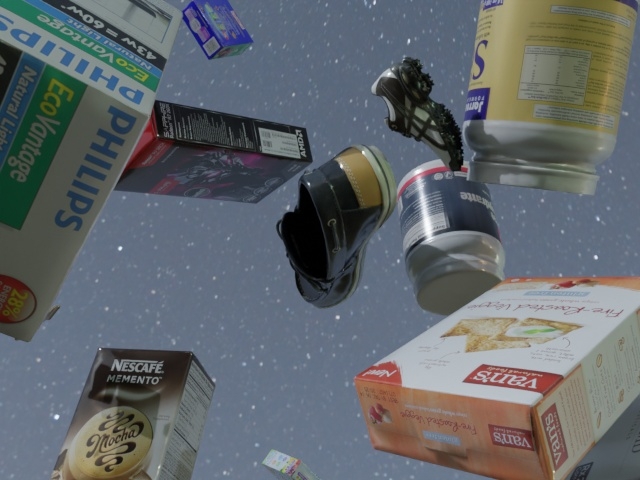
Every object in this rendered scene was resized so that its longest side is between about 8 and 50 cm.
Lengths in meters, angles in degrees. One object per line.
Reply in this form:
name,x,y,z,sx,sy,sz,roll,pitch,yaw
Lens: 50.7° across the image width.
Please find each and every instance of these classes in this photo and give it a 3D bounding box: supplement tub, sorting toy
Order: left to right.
sorting toy,-0.408,0.112,0.977,0.012,0.062,0.083,50,-47,-1
supplement tub,0.256,-0.008,1.339,0.191,0.272,0.191,-2,-36,-1
supplement tub,0.361,-0.248,1.087,0.241,0.241,0.331,8,-84,3

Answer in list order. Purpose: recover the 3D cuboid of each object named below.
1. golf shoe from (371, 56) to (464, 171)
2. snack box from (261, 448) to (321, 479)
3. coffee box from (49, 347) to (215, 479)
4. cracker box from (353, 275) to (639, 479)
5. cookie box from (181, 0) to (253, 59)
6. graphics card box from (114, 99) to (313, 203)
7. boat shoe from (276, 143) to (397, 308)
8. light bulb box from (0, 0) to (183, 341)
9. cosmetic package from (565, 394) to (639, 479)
golf shoe,0.157,-0.188,1.074,0.094,0.077,0.198,-26,-78,31
snack box,-0.030,0.446,1.234,0.100,0.037,0.141,-5,-51,53
coffee box,-0.282,0.318,1.002,0.168,0.297,0.118,-1,-37,14
cracker box,0.162,0.095,0.535,0.156,0.232,0.067,-4,-75,48
cookie box,-0.173,-0.357,1.139,0.040,0.107,0.091,-30,-86,30
graphics card box,-0.230,-0.171,1.401,0.371,0.094,0.233,2,-23,-41
boat shoe,0.000,0.000,1.273,0.156,0.186,0.500,-20,-20,-20
light bulb box,-0.360,-0.142,0.842,0.225,0.361,0.357,26,-62,-20
cosmetic package,0.282,0.240,0.599,0.151,0.151,0.184,51,-44,5
